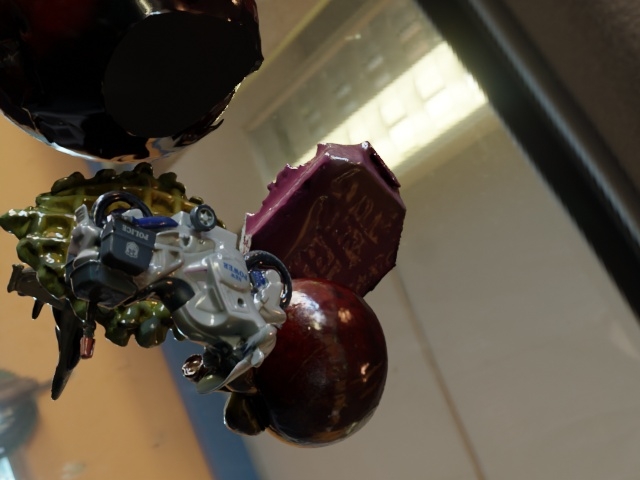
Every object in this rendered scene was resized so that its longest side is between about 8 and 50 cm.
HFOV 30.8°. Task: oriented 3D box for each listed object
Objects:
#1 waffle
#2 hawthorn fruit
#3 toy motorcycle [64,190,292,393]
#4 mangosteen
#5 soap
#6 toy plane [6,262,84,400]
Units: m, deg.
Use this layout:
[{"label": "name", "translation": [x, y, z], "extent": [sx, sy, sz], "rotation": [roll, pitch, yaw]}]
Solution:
[{"label": "waffle", "translation": [-0.182, 0.009, 1.136], "extent": [0.214, 0.208, 0.054], "rotation": [46, -48, 17]}, {"label": "hawthorn fruit", "translation": [-0.204, -0.214, 1.204], "extent": [0.316, 0.316, 0.316], "rotation": [28, -54, 47]}, {"label": "toy motorcycle", "translation": [-0.117, 0.048, 0.997], "extent": [0.102, 0.221, 0.150], "rotation": [-27, -133, 47]}, {"label": "mangosteen", "translation": [-0.043, 0.153, 1.438], "extent": [0.215, 0.257, 0.215], "rotation": [179, -90, -65]}, {"label": "soap", "translation": [0.000, 0.000, 1.777], "extent": [0.325, 0.220, 0.127], "rotation": [-47, -150, 11]}, {"label": "toy plane", "translation": [-0.278, 0.075, 1.326], "extent": [0.088, 0.192, 0.262], "rotation": [58, -47, 33]}]
